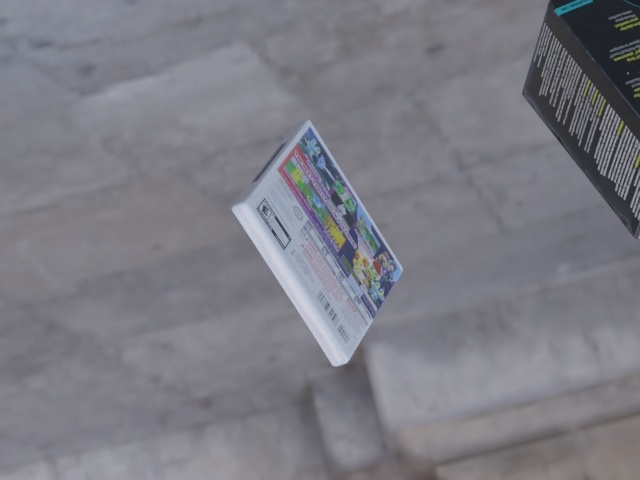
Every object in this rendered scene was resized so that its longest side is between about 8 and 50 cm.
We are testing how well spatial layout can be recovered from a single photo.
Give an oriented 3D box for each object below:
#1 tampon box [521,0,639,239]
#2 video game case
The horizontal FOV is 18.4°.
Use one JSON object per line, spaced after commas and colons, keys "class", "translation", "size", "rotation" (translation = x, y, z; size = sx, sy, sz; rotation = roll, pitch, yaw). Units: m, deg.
{"class": "tampon box", "translation": [0.246, -0.104, 1.449], "size": [0.120, 0.161, 0.101], "rotation": [-19, 147, -22]}
{"class": "video game case", "translation": [0.000, 0.000, 2.032], "size": [0.023, 0.201, 0.183], "rotation": [-22, -160, 33]}
